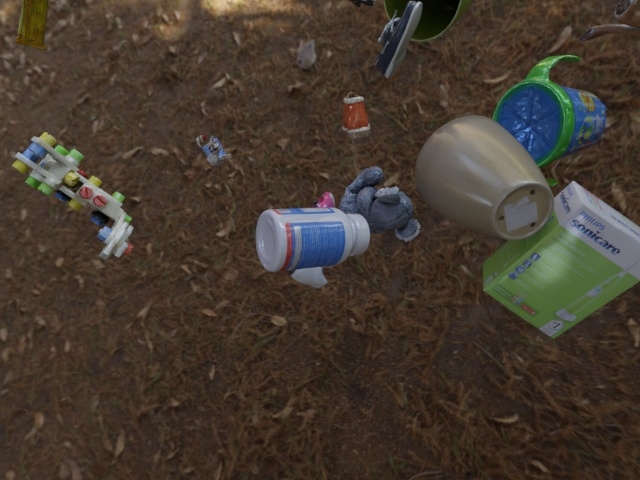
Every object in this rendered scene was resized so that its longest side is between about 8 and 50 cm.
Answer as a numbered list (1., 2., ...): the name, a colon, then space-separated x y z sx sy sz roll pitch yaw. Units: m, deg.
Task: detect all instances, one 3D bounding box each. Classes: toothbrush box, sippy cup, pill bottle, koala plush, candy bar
1. toothbrush box: 0.535 0.050 0.923 0.206 0.122 0.283 33 127 -2
2. sippy cup: 0.635 -0.318 1.142 0.223 0.306 0.240 -11 58 -24
3. pill bottle: -0.011 -0.005 0.865 0.124 0.221 0.125 10 102 59
4. koala plush: 0.176 -0.083 1.185 0.203 0.196 0.221 -41 27 -20
5. candy bar: -0.421 -0.354 0.619 0.161 0.040 0.018 -50 51 37

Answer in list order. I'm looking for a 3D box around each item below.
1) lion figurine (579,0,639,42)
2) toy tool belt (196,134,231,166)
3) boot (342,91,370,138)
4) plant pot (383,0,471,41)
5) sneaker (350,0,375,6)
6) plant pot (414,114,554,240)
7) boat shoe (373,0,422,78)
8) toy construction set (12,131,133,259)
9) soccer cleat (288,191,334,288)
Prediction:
1. lion figurine: 0.584 -0.432 0.579 0.142 0.239 0.392 -91 21 -46
2. toy tool belt: -0.250 -0.222 0.996 0.051 0.052 0.083 -27 101 19
3. boot: 0.072 -0.265 0.868 0.059 0.158 0.085 -12 110 2
4. plant pot: 0.394 -0.818 1.338 0.274 0.275 0.293 33 51 26
5. sneaker: 0.092 -0.557 0.908 0.073 0.063 0.162 -55 37 14
6. plant pot: 0.379 -0.118 0.938 0.256 0.256 0.274 -35 29 11
7. boat shoe: 0.207 -0.557 1.153 0.079 0.254 0.095 38 77 5
8. toy construction set: -0.577 -0.106 1.034 0.151 0.328 0.215 -45 26 -25
9. soccer cleat: 0.000 0.000 1.292 0.116 0.143 0.332 -37 26 51
